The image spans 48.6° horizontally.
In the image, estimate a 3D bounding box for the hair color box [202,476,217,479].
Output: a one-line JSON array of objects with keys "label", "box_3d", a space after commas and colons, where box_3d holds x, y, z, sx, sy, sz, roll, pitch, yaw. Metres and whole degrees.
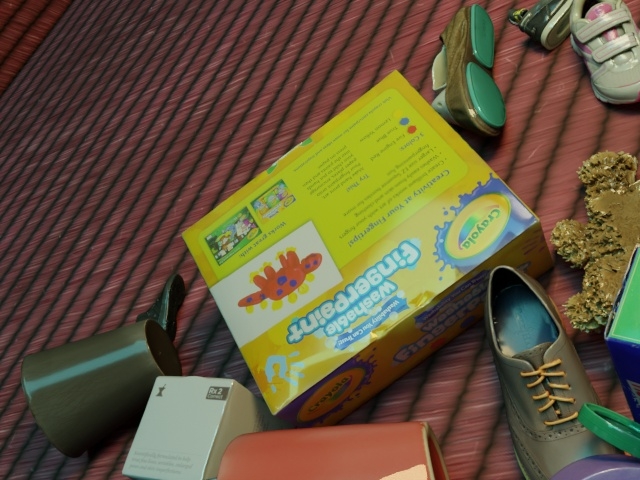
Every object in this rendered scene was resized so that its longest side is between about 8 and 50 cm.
[{"label": "hair color box", "box_3d": [-0.225, 0.420, 0.911, 0.347, 0.105, 0.174, -37, 61, 50]}]

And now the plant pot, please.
[{"label": "plant pot", "box_3d": [0.037, 0.340, 0.850, 0.243, 0.275, 0.275, -17, 49, 10]}]

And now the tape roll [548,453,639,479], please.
[{"label": "tape roll", "box_3d": [0.313, 0.321, 0.725, 0.189, 0.080, 0.189, -1, 84, 9]}]

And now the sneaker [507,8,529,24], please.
[{"label": "sneaker", "box_3d": [0.384, -0.425, 1.340, 0.031, 0.035, 0.083, -40, 45, 0]}]

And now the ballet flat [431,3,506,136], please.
[{"label": "ballet flat", "box_3d": [0.256, -0.289, 1.283, 0.124, 0.116, 0.342, -32, 41, 38]}]

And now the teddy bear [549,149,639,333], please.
[{"label": "teddy bear", "box_3d": [0.432, -0.006, 0.957, 0.245, 0.113, 0.338, -14, 43, 15]}]

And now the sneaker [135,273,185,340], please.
[{"label": "sneaker", "box_3d": [-0.319, 0.145, 1.365, 0.089, 0.051, 0.170, -10, 57, 23]}]

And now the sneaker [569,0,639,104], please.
[{"label": "sneaker", "box_3d": [0.465, -0.321, 1.152, 0.103, 0.111, 0.252, -27, 47, 14]}]

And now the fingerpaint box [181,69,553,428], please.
[{"label": "fingerpaint box", "box_3d": [0.059, 0.015, 1.102, 0.445, 0.163, 0.371, -38, 55, 4]}]

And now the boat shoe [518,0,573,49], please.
[{"label": "boat shoe", "box_3d": [0.457, -0.450, 1.273, 0.233, 0.084, 0.079, -45, 52, -1]}]

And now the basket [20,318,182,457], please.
[{"label": "basket", "box_3d": [-0.376, 0.243, 1.255, 0.227, 0.204, 0.154, -27, 2, 4]}]

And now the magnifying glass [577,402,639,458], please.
[{"label": "magnifying glass", "box_3d": [0.386, 0.232, 0.753, 0.231, 0.092, 0.026, 26, 96, 5]}]

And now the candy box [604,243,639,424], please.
[{"label": "candy box", "box_3d": [0.469, 0.145, 0.685, 0.317, 0.268, 0.122, 10, 62, 38]}]

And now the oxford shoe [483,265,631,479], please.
[{"label": "oxford shoe", "box_3d": [0.275, 0.195, 0.866, 0.130, 0.133, 0.364, -26, 52, 14]}]

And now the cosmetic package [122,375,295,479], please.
[{"label": "cosmetic package", "box_3d": [-0.157, 0.305, 1.042, 0.151, 0.184, 0.151, -6, 55, 31]}]
